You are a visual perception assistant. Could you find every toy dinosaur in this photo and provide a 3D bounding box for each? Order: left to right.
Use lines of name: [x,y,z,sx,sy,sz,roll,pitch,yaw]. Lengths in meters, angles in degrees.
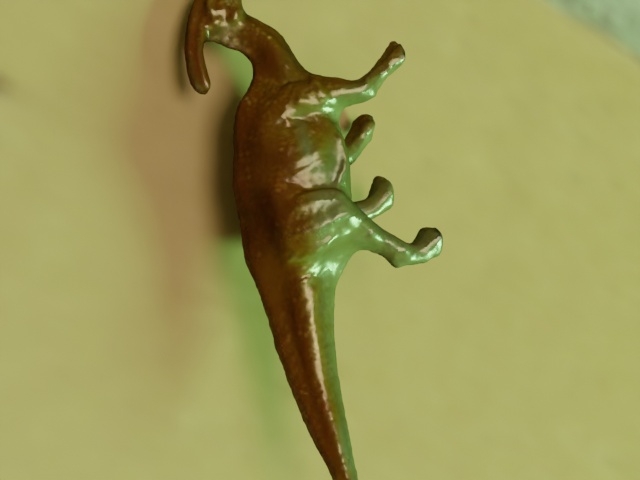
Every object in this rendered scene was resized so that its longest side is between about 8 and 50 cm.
toy dinosaur: [0.003,-0.002,0.340,0.041,0.026,0.113,-14,83,-28]
